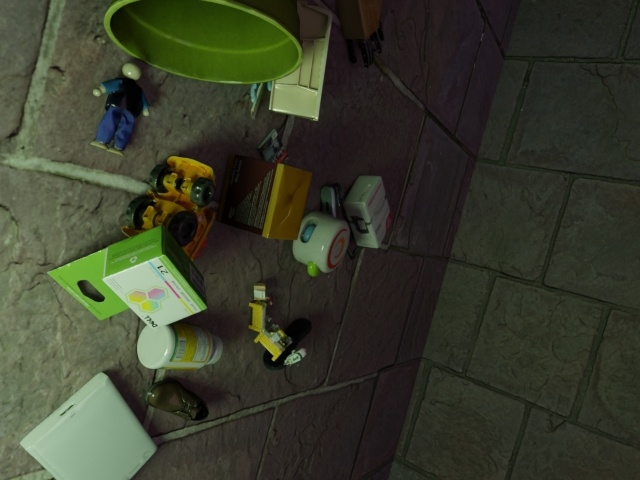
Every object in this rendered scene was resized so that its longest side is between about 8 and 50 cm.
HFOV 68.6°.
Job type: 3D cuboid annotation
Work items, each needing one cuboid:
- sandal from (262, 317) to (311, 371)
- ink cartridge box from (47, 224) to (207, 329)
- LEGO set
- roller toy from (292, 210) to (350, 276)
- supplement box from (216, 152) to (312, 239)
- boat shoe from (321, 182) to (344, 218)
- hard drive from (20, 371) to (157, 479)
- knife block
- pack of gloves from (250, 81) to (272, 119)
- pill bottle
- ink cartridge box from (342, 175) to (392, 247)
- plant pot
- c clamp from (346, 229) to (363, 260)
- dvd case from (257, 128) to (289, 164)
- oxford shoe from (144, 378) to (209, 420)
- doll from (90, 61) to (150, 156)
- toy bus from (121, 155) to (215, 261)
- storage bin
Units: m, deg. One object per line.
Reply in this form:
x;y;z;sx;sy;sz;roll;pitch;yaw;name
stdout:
-0.120;0.347;1.623;0.254;0.097;0.054;-51;144;-48;sandal
-0.393;0.103;0.970;0.255;0.097;0.189;-22;135;0;ink cartridge box
-0.150;0.264;1.517;0.287;0.132;0.107;63;31;-3;LEGO set
0.000;0.000;1.594;0.209;0.146;0.191;-36;141;-51;roller toy
-0.153;-0.118;1.267;0.129;0.194;0.191;4;100;-57;supplement box
0.049;-0.115;1.689;0.083;0.065;0.183;-26;124;-47;boat shoe
-0.529;0.486;1.113;0.203;0.040;0.307;-45;137;-37;hard drive
0.118;-0.704;1.515;0.275;0.088;0.242;2;102;-57;knife block
-0.126;-0.442;1.211;0.195;0.046;0.232;151;-43;-85;pack of gloves
-0.353;0.274;1.211;0.208;0.117;0.118;26;82;-57;pill bottle
0.190;-0.115;1.847;0.172;0.100;0.237;-59;143;-34;ink cartridge box
-0.204;-0.544;0.912;0.366;0.366;0.353;8;85;-57;plant pot
0.141;0.009;1.928;0.137;0.022;0.161;-59;146;-13;c clamp
-0.138;-0.257;1.397;0.087;0.013;0.119;-56;144;-25;dvd case
-0.376;0.436;1.269;0.083;0.096;0.227;-62;144;-14;oxford shoe
-0.408;-0.274;0.956;0.129;0.046;0.189;22;86;-58;doll
-0.320;-0.055;1.111;0.220;0.149;0.211;-65;159;-18;toy bus
-0.050;-0.452;1.220;0.262;0.123;0.260;-96;-165;-76;storage bin
